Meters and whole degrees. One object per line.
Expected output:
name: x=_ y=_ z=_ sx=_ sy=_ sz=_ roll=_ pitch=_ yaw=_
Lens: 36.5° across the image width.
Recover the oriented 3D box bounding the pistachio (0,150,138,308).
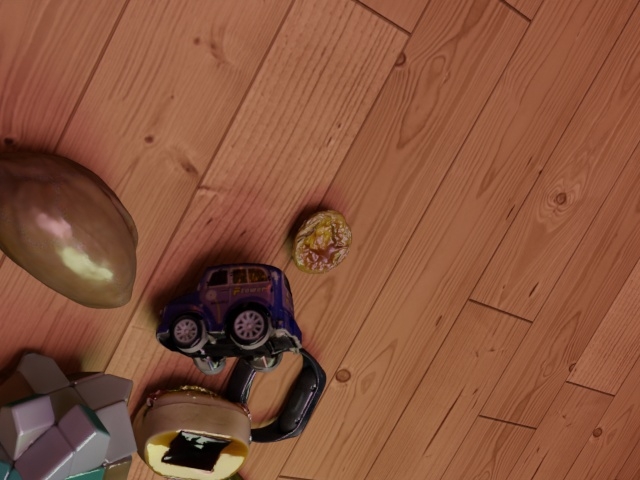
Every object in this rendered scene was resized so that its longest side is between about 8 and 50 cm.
pistachio: x=-0.369 y=-0.019 z=1.370 sx=0.181 sy=0.162 sz=0.293 roll=-29 pitch=135 yaw=15

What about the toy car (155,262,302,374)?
toy car: x=-0.150 y=0.124 z=1.609 sx=0.235 sy=0.158 sz=0.172 roll=-4 pitch=157 yaw=7

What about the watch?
watch: x=-0.090 y=0.287 z=1.820 sx=0.193 sy=0.068 sz=0.206 roll=25 pitch=95 yaw=-39

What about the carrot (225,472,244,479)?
carrot: x=-0.168 y=0.495 z=1.883 sx=0.074 sy=0.074 sz=0.358 roll=-36 pitch=128 yaw=-15

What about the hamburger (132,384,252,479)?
hamburger: x=-0.221 y=0.339 z=1.704 sx=0.210 sy=0.116 sz=0.173 roll=14 pitch=116 yaw=-25

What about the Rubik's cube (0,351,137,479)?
Rubik's cube: x=-0.416 y=0.294 z=1.481 sx=0.265 sy=0.224 sz=0.213 roll=-10 pitch=136 yaw=-35

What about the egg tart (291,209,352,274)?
egg tart: x=0.000 y=0.000 z=1.727 sx=0.130 sy=0.052 sz=0.130 roll=-17 pitch=123 yaw=-27
